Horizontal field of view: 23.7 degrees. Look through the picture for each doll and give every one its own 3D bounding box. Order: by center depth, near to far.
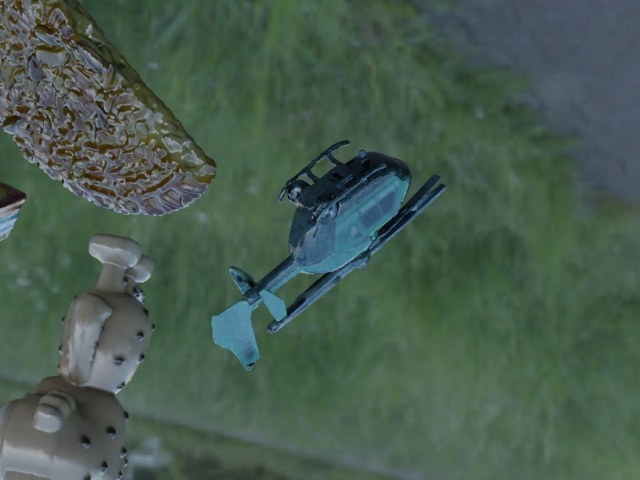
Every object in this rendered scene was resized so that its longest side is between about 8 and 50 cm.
[{"bbox_3d":[-0.220,0.134,1.425,0.119,0.278,0.154,10,153,14],"label":"doll"}]

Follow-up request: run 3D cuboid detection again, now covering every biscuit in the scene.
[{"bbox_3d":[-0.153,-0.086,0.873,0.206,0.025,0.126,49,139,0],"label":"biscuit"}]

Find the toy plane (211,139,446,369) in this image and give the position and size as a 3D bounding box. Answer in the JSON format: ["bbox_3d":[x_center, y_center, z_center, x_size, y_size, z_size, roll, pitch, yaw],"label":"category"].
[{"bbox_3d":[0.000,0.000,1.223,0.060,0.235,0.096,35,161,49],"label":"toy plane"}]

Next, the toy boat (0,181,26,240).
[{"bbox_3d":[-0.454,-0.003,1.438,0.136,0.079,0.392,16,-159,37],"label":"toy boat"}]
